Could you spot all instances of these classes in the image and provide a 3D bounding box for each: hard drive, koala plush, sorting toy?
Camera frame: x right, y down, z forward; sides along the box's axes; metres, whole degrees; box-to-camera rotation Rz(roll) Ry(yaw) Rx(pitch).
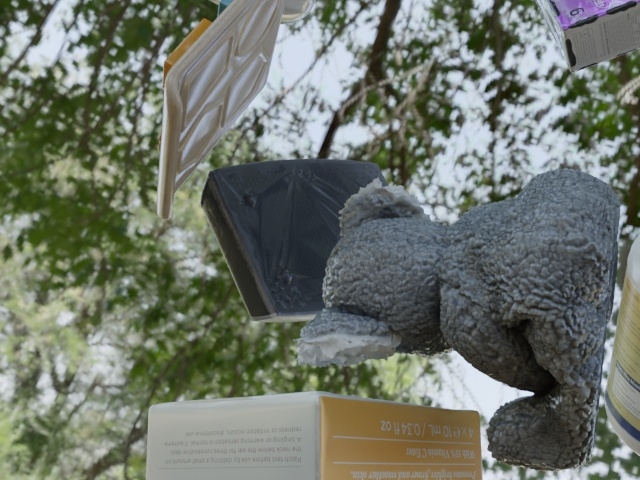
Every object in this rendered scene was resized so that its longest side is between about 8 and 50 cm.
[{"bbox_3d":[0.000,0.000,0.934,0.255,0.172,0.054,-8,-24,-49],"label":"hard drive"},{"bbox_3d":[0.100,0.035,0.681,0.221,0.196,0.203,7,-37,19],"label":"koala plush"},{"bbox_3d":[-0.088,-0.141,0.782,0.038,0.208,0.193,28,-29,3],"label":"sorting toy"}]

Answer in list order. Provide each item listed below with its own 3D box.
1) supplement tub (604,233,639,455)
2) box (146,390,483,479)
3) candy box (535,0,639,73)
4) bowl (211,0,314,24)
[{"bbox_3d":[0.479,0.103,1.108,0.228,0.228,0.316,13,-58,23],"label":"supplement tub"},{"bbox_3d":[0.001,0.294,0.667,0.168,0.345,0.215,-11,-17,37],"label":"box"},{"bbox_3d":[0.344,-0.293,1.019,0.196,0.164,0.070,-20,-42,10],"label":"candy box"},{"bbox_3d":[-0.047,-0.292,0.906,0.142,0.142,0.053,6,6,-45],"label":"bowl"}]
